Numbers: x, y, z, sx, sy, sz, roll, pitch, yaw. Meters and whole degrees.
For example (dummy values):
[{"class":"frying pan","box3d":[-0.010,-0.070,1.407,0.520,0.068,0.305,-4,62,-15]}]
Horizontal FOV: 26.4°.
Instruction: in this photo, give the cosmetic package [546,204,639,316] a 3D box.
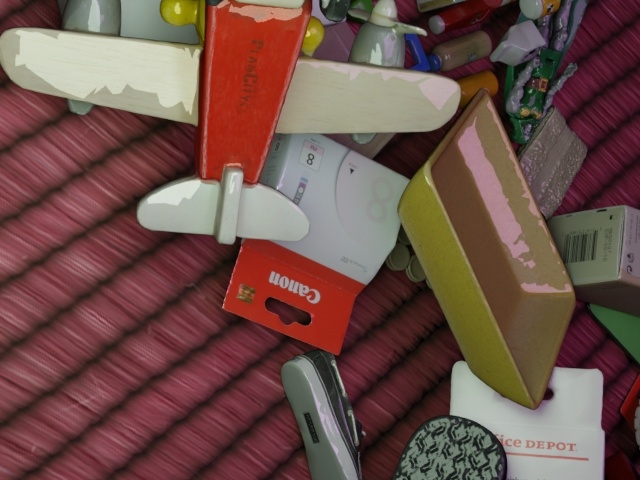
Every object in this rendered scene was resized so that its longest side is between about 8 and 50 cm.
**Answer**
[{"class":"cosmetic package","box3d":[0.488,0.044,1.994,0.309,0.160,0.113,17,75,-32]}]

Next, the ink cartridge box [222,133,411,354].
[{"class":"ink cartridge box","box3d":[0.000,0.000,1.638,0.189,0.066,0.232,25,70,-33]}]

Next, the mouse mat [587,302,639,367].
[{"class":"mouse mat","box3d":[0.488,0.105,2.085,0.190,0.007,0.152,45,60,-21]}]

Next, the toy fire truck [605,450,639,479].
[{"class":"toy fire truck","box3d":[0.492,0.458,1.937,0.254,0.169,0.302,50,13,-53]}]

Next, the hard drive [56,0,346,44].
[{"class":"hard drive","box3d":[-0.147,-0.342,1.596,0.353,0.047,0.233,-15,95,-32]}]

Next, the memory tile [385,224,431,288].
[{"class":"memory tile","box3d":[0.152,0.008,1.839,0.148,0.012,0.113,26,71,-34]}]

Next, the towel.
[{"class":"towel","box3d":[0.330,-0.113,1.977,0.110,0.027,0.148,46,61,-26]}]

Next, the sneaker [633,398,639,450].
[{"class":"sneaker","box3d":[0.569,0.231,2.040,0.107,0.118,0.279,47,60,-8]}]

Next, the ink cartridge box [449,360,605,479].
[{"class":"ink cartridge box","box3d":[0.260,0.339,1.761,0.119,0.207,0.353,36,57,-76]}]

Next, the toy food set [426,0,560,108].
[{"class":"toy food set","box3d":[0.210,-0.266,1.794,0.104,0.232,0.111,-23,77,-28]}]

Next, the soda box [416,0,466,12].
[{"class":"soda box","box3d":[0.227,-0.370,1.890,0.216,0.074,0.069,-19,98,-37]}]

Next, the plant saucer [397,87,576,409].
[{"class":"plant saucer","box3d":[0.206,0.009,1.733,0.332,0.081,0.333,65,26,-14]}]

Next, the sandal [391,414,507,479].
[{"class":"sandal","box3d":[0.101,0.429,1.668,0.445,0.168,0.107,-59,163,-9]}]

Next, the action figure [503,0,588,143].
[{"class":"action figure","box3d":[0.311,-0.248,1.924,0.137,0.063,0.232,7,103,-35]}]

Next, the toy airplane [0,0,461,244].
[{"class":"toy airplane","box3d":[-0.089,-0.187,1.479,0.386,0.384,0.272,48,17,-35]}]

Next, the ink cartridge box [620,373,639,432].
[{"class":"ink cartridge box","box3d":[0.549,0.267,2.101,0.179,0.045,0.145,52,58,-25]}]

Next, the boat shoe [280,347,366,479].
[{"class":"boat shoe","box3d":[0.021,0.239,1.678,0.070,0.078,0.219,-21,97,-36]}]

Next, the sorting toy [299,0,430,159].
[{"class":"sorting toy","box3d":[-0.001,-0.177,1.719,0.347,0.047,0.196,-47,110,-30]}]
